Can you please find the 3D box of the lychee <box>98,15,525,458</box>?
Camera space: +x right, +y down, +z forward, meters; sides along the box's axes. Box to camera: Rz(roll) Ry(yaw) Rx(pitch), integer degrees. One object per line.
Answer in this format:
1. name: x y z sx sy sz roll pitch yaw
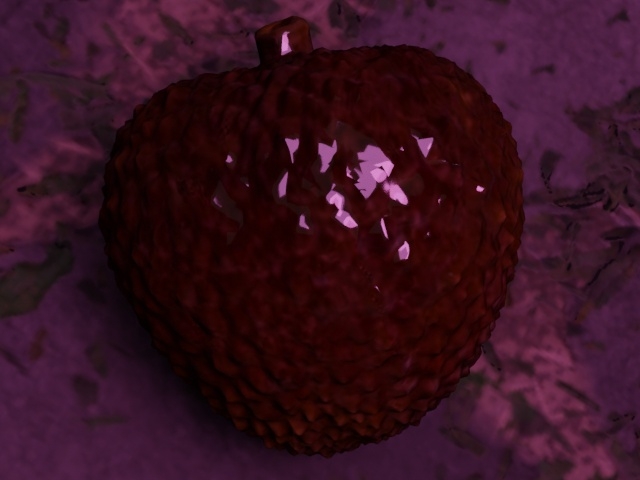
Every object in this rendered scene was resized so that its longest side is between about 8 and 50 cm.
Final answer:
1. lychee: -0.002 -0.005 0.569 0.194 0.194 0.194 5 71 -15
